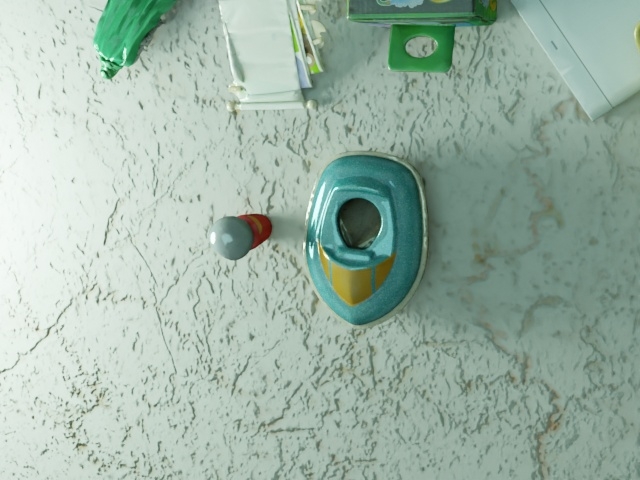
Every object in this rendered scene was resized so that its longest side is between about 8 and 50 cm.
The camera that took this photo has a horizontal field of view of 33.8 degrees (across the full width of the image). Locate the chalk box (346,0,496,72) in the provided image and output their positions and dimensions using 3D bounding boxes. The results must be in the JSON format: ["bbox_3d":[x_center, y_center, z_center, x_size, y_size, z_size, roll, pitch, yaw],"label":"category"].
[{"bbox_3d":[0.143,-0.376,1.437,0.180,0.179,0.288,4,100,18],"label":"chalk box"}]

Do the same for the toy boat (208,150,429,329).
[{"bbox_3d":[0.000,0.000,1.557,0.318,0.148,0.267,3,99,18],"label":"toy boat"}]

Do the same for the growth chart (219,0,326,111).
[{"bbox_3d":[-0.071,-0.296,1.564,0.172,0.021,0.237,6,121,16],"label":"growth chart"}]

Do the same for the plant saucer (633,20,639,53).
[{"bbox_3d":[0.607,-0.184,1.311,0.333,0.081,0.332,-17,105,30],"label":"plant saucer"}]

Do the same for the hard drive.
[{"bbox_3d":[0.451,-0.354,1.401,0.353,0.047,0.233,-34,86,20],"label":"hard drive"}]

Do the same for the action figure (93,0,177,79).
[{"bbox_3d":[-0.291,-0.357,1.649,0.137,0.063,0.232,32,103,10],"label":"action figure"}]
